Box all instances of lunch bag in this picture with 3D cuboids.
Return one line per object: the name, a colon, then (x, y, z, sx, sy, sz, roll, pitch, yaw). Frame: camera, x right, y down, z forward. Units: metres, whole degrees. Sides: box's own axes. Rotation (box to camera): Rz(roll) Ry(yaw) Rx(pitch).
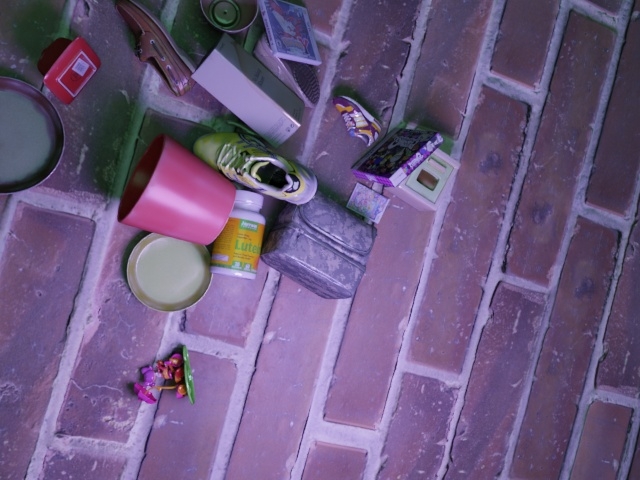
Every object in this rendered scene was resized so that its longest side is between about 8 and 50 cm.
lunch bag: (0.000, 0.000, 1.820, 0.305, 0.213, 0.255, 31, 70, -15)

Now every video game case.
video game case: (0.150, -0.119, 1.954, 0.122, 0.011, 0.087, 27, 84, -16)
video game case: (0.228, -0.256, 1.858, 0.210, 0.232, 0.041, -43, 117, -10)
video game case: (-0.087, -0.610, 1.784, 0.201, 0.023, 0.183, -9, 81, -51)

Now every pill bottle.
pill bottle: (-0.234, -0.016, 1.773, 0.137, 0.136, 0.245, 11, 83, -17)

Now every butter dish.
butter dish: (-0.690, -0.472, 1.633, 0.118, 0.160, 0.159, 35, 82, 8)

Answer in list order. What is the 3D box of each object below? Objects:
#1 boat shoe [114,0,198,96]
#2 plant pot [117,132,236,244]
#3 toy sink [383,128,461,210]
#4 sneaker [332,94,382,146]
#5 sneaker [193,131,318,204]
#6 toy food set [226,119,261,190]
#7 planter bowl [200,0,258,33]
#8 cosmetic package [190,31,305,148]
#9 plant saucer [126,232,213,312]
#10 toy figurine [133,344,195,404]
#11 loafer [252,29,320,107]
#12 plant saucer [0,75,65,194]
boat shoe: (-0.466, -0.539, 1.701, 0.104, 0.111, 0.307, -46, 103, -11)
plant pot: (-0.383, -0.122, 1.678, 0.243, 0.275, 0.274, 26, 84, -27)
toy sink: (0.337, -0.230, 1.944, 0.153, 0.131, 0.234, 32, 83, -16)
sneaker: (0.104, -0.371, 1.901, 0.186, 0.070, 0.083, 35, 77, -14)
sneaker: (-0.191, -0.219, 1.694, 0.385, 0.147, 0.145, 20, 92, 17)
toy food set: (-0.254, -0.252, 1.820, 0.133, 0.038, 0.191, 20, 91, -9)
planter bowl: (-0.269, -0.665, 1.757, 0.162, 0.109, 0.161, -1, 92, -18)
cosmetic package: (-0.196, -0.422, 1.732, 0.309, 0.160, 0.113, 39, 119, -23)
plant saucer: (-0.434, 0.087, 1.773, 0.241, 0.037, 0.240, 0, 92, -17)
toy figurine: (-0.453, 0.397, 1.752, 0.159, 0.130, 0.173, -10, 73, -7)
loafer: (-0.100, -0.504, 1.825, 0.268, 0.092, 0.101, 50, 53, -28)
plant saucer: (-0.844, -0.276, 1.630, 0.311, 0.050, 0.310, -1, 92, -17)
